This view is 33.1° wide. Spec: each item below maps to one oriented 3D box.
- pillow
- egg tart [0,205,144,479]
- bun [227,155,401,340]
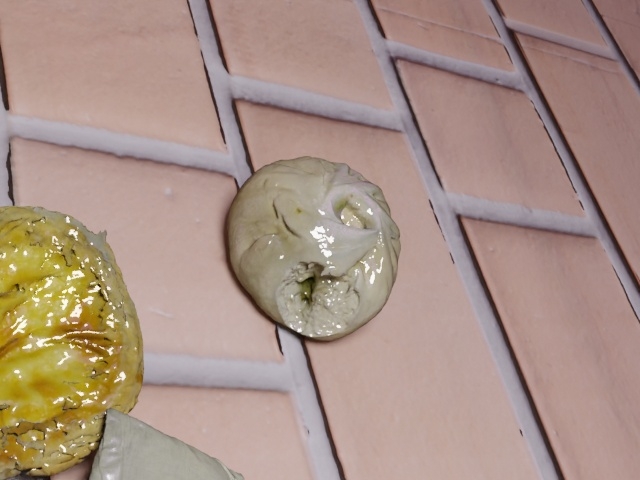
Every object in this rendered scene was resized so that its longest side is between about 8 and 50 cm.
[{"bbox_3d":[-0.128,0.250,0.813,0.148,0.050,0.229,34,39,-26],"label":"pillow"},{"bbox_3d":[-0.254,0.079,0.855,0.232,0.098,0.252,54,42,-11],"label":"egg tart"},{"bbox_3d":[0.000,0.000,1.101,0.178,0.128,0.193,20,45,-23],"label":"bun"}]
